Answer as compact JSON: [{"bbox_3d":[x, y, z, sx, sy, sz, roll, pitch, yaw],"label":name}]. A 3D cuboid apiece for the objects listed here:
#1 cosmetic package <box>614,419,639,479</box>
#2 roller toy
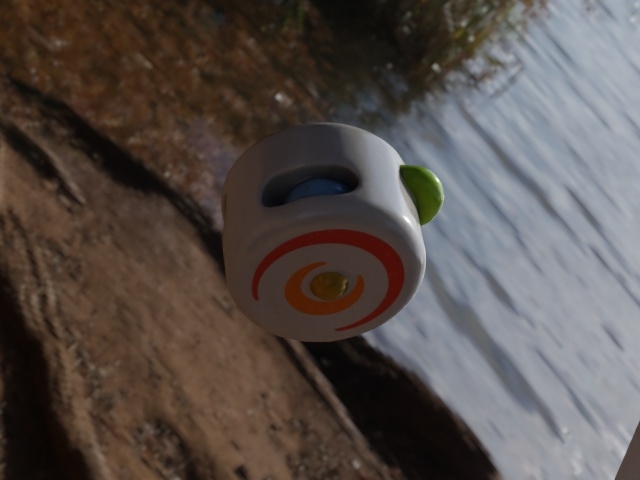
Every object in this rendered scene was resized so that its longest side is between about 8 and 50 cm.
[{"bbox_3d":[0.350,0.243,1.051,0.138,0.224,0.224,17,8,-28],"label":"cosmetic package"},{"bbox_3d":[0.000,0.000,1.254,0.191,0.209,0.146,23,38,-29],"label":"roller toy"}]
